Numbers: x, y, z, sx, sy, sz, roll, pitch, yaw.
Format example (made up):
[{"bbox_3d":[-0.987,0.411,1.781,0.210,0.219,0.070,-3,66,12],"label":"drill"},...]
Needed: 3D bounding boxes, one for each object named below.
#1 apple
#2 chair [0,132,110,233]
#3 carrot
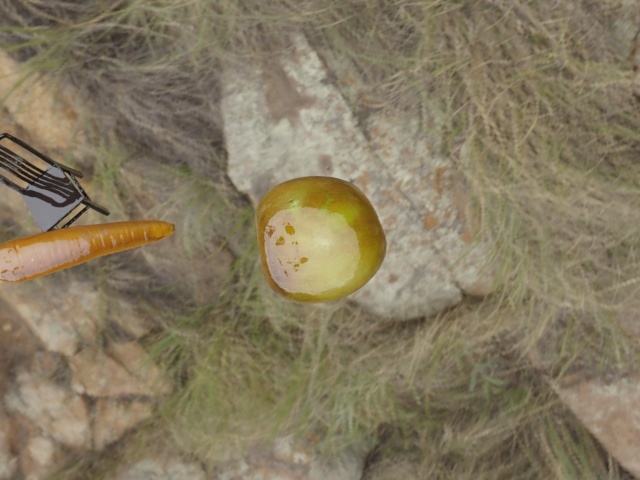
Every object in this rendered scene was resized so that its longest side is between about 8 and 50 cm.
[{"bbox_3d":[0.000,0.000,1.573,0.207,0.237,0.237,-10,109,-3],"label":"apple"},{"bbox_3d":[-0.419,-0.076,1.413,0.084,0.212,0.101,-40,69,5],"label":"chair"},{"bbox_3d":[-0.321,0.005,1.289,0.062,0.271,0.066,48,146,45],"label":"carrot"}]
